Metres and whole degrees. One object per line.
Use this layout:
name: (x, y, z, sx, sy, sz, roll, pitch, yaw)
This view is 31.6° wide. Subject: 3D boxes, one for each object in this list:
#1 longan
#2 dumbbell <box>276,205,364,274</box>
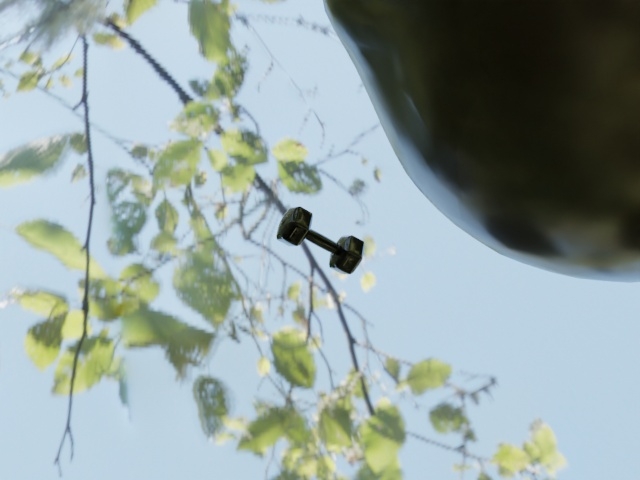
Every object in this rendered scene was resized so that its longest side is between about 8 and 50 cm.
longan: (0.127, -0.108, 0.481, 0.258, 0.258, 0.258, -2, -70, -6)
dumbbell: (0.000, 0.000, 1.056, 0.083, 0.040, 0.036, 28, -41, -19)
